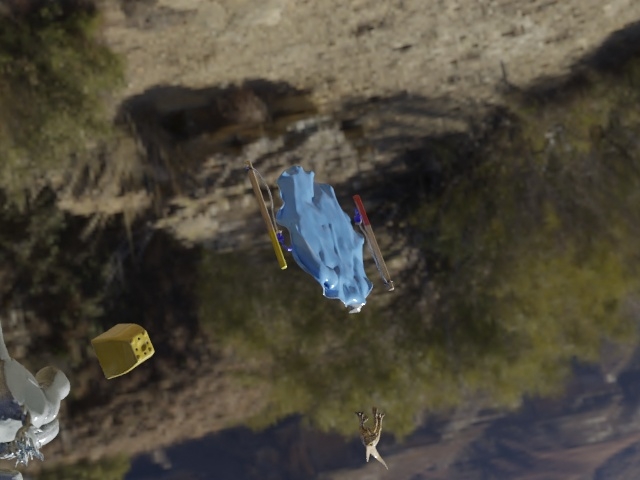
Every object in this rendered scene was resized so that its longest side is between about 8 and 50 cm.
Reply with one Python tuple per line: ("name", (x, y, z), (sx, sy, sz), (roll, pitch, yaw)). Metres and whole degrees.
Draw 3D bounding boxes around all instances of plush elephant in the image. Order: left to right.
("plush elephant", (-0.601, 0.322, 1.968), (0.255, 0.330, 0.272), (-34, 127, 8))

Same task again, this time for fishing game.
("fishing game", (0.000, 0.000, 1.362), (0.041, 0.189, 0.264), (-29, 163, 25))

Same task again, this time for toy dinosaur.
("toy dinosaur", (0.088, 0.356, 2.060), (0.053, 0.092, 0.183), (-1, 156, 9))

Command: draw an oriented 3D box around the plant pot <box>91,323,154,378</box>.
("plant pot", (-0.360, 0.202, 2.127), (0.083, 0.081, 0.081), (-13, -167, 37))
